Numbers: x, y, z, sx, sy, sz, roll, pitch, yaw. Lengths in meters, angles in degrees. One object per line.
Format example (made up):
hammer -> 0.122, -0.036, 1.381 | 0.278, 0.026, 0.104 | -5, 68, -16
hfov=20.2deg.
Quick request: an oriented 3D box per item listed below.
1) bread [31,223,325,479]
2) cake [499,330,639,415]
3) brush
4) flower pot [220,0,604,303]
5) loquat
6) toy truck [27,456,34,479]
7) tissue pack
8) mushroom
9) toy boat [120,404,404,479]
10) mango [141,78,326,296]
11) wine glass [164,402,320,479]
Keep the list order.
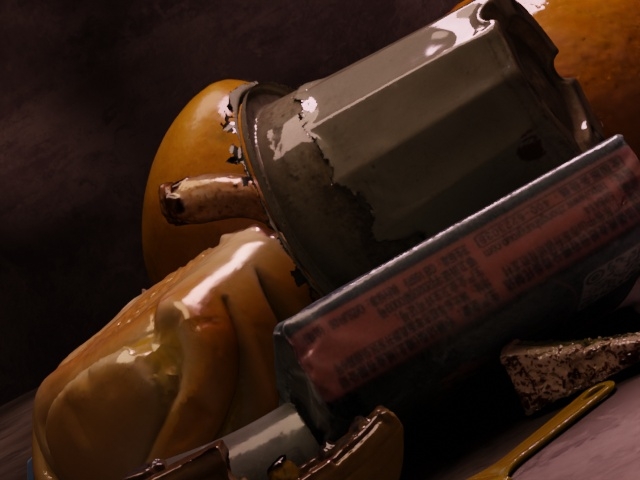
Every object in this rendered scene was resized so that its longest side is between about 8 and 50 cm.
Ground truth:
bread -> -0.122, 0.153, 1.651 | 0.316, 0.211, 0.270 | -36, 6, 43
cake -> 0.205, 0.094, 1.329 | 0.140, 0.055, 0.051 | -9, 5, 23
brush -> 0.137, 0.146, 1.240 | 0.205, 0.011, 0.083 | -31, 4, -35
flower pot -> 0.097, -0.078, 1.584 | 0.259, 0.290, 0.290 | -31, 3, 22
loquat -> 0.244, -0.124, 1.819 | 0.328, 0.328, 0.328 | -29, 4, 2
toy truck -> -0.335, 0.296, 2.243 | 0.090, 0.073, 0.056 | -42, 0, 17
tissue pack -> 0.117, 0.060, 1.437 | 0.316, 0.103, 0.228 | -29, -19, -12
mushroom -> 0.010, 0.024, 1.852 | 0.233, 0.302, 0.208 | -41, 33, 19
toy boat -> -0.085, 0.205, 1.266 | 0.321, 0.121, 0.089 | -29, -2, -2
mango -> -0.102, -0.021, 2.378 | 0.300, 0.232, 0.445 | -46, -32, -27
wine glass -> -0.103, 0.215, 1.379 | 0.231, 0.103, 0.103 | -26, 3, -12
